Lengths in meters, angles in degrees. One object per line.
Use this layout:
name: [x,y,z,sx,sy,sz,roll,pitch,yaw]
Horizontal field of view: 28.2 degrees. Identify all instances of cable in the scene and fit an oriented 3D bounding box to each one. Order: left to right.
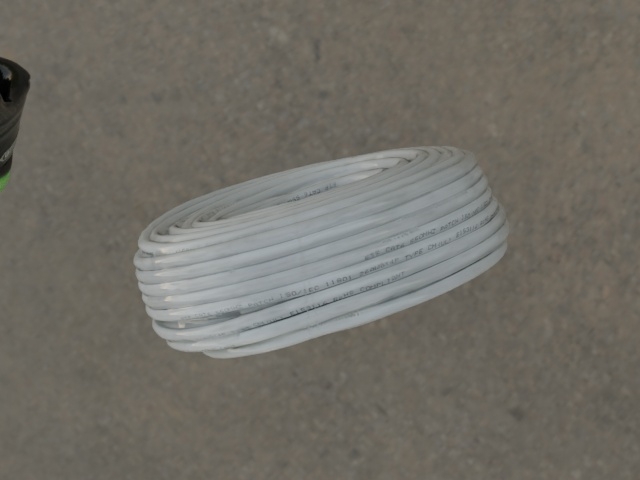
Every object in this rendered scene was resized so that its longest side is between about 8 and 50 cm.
cable: [0.000,0.000,0.881,0.257,0.257,0.089,-14,99,17]

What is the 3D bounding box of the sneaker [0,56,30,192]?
sneaker: [-0.458,-0.168,1.283,0.185,0.483,0.202,27,94,16]
